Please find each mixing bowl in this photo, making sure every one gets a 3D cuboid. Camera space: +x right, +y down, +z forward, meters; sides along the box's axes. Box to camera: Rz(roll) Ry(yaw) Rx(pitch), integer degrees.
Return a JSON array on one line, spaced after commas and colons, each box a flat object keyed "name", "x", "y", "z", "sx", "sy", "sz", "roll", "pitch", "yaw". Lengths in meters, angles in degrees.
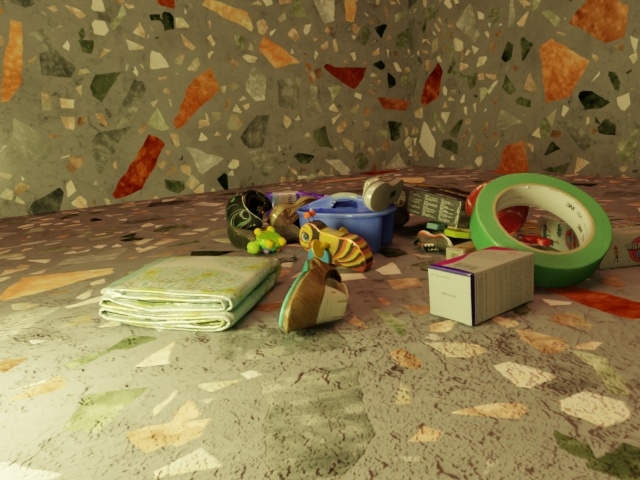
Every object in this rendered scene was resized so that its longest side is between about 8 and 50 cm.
[{"name": "mixing bowl", "x": 0.506, "y": -0.077, "z": 1.510, "sx": 0.181, "sy": 0.182, "sz": 0.098, "roll": -3, "pitch": 49, "yaw": 3}]

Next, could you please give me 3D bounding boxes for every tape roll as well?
[{"name": "tape roll", "x": 0.534, "y": -0.033, "z": 1.320, "sx": 0.320, "sy": 0.077, "sz": 0.322, "roll": 0, "pitch": 48, "yaw": 0}]

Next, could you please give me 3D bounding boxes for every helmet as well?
[{"name": "helmet", "x": -0.270, "y": -0.093, "z": 1.989, "sx": 0.169, "sy": 0.170, "sz": 0.161, "roll": -17, "pitch": -17, "yaw": -47}]

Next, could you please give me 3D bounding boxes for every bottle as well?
[{"name": "bottle", "x": -0.100, "y": -0.161, "z": 2.372, "sx": 0.282, "sy": 0.118, "sz": 0.092, "roll": -2, "pitch": 3, "yaw": 5}]

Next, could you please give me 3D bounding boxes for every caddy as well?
[{"name": "caddy", "x": 0.086, "y": -0.069, "z": 1.771, "sx": 0.340, "sy": 0.180, "sz": 0.241, "roll": 3, "pitch": 15, "yaw": 27}]

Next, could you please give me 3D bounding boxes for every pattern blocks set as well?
[{"name": "pattern blocks set", "x": 0.500, "y": -0.019, "z": 1.660, "sx": 0.285, "sy": 0.026, "sz": 0.324, "roll": 1, "pitch": 11, "yaw": -25}]

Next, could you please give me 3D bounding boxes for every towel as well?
[{"name": "towel", "x": -0.294, "y": 0.114, "z": 1.286, "sx": 0.320, "sy": 0.090, "sz": 0.374, "roll": 2, "pitch": 14, "yaw": 12}]

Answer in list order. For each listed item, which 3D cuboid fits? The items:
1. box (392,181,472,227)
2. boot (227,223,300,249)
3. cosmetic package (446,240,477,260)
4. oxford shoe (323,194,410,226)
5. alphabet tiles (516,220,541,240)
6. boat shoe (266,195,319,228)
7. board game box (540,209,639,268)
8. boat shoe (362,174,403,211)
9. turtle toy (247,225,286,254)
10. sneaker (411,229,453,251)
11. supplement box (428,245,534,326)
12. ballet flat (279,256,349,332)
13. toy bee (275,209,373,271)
[{"name": "box", "x": 0.432, "y": -0.128, "z": 1.859, "sx": 0.318, "sy": 0.097, "sz": 0.394, "roll": -3, "pitch": 16, "yaw": -34}, {"name": "boot", "x": -0.197, "y": -0.025, "z": 1.891, "sx": 0.208, "sy": 0.076, "sz": 0.189, "roll": -22, "pitch": 35, "yaw": -36}, {"name": "cosmetic package", "x": 0.415, "y": 0.033, "z": 1.529, "sx": 0.115, "sy": 0.041, "sz": 0.060, "roll": -14, "pitch": 16, "yaw": -40}, {"name": "oxford shoe", "x": 0.158, "y": -0.079, "z": 2.028, "sx": 0.347, "sy": 0.123, "sz": 0.130, "roll": 5, "pitch": 46, "yaw": 16}, {"name": "alphabet tiles", "x": 0.652, "y": -0.034, "z": 1.834, "sx": 0.284, "sy": 0.011, "sz": 0.342, "roll": -10, "pitch": 14, "yaw": -27}, {"name": "boat shoe", "x": -0.070, "y": -0.091, "z": 2.118, "sx": 0.123, "sy": 0.123, "sz": 0.342, "roll": 34, "pitch": 22, "yaw": 19}, {"name": "board game box", "x": 0.792, "y": -0.013, "z": 1.503, "sx": 0.223, "sy": 0.098, "sz": 0.303, "roll": -6, "pitch": 11, "yaw": -4}, {"name": "boat shoe", "x": 0.176, "y": -0.157, "z": 1.663, "sx": 0.088, "sy": 0.096, "sz": 0.267, "roll": 19, "pitch": 25, "yaw": 22}, {"name": "turtle toy", "x": -0.180, "y": 0.008, "z": 1.752, "sx": 0.130, "sy": 0.066, "sz": 0.095, "roll": -12, "pitch": 41, "yaw": -36}, {"name": "sneaker", "x": 0.339, "y": 0.016, "z": 1.637, "sx": 0.064, "sy": 0.061, "sz": 0.158, "roll": -38, "pitch": 24, "yaw": -18}, {"name": "supplement box", "x": 0.344, "y": 0.089, "z": 1.140, "sx": 0.219, "sy": 0.114, "sz": 0.111, "roll": -14, "pitch": 15, "yaw": -34}, {"name": "ballet flat", "x": -0.001, "y": 0.120, "z": 1.171, "sx": 0.124, "sy": 0.116, "sz": 0.342, "roll": 17, "pitch": 10, "yaw": 3}, {"name": "toy bee", "x": 0.000, "y": 0.000, "z": 1.530, "sx": 0.297, "sy": 0.162, "sz": 0.195, "roll": -1, "pitch": 15, "yaw": 10}]
